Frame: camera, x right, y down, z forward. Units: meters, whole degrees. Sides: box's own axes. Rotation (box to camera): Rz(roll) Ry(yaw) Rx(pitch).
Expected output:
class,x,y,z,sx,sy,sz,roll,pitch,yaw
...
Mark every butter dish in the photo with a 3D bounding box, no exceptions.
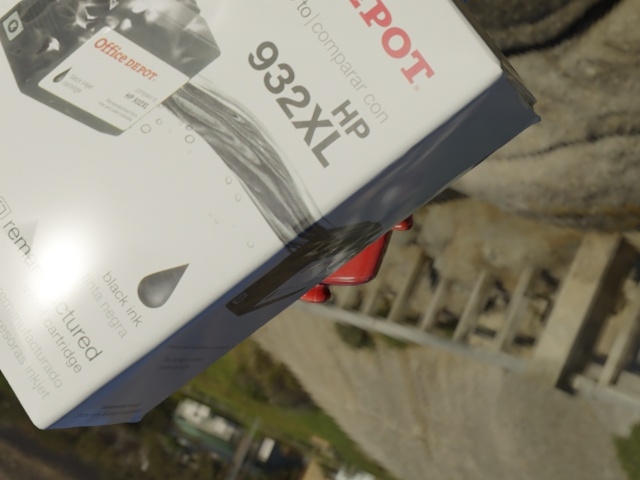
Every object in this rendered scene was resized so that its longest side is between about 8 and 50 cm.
class,x,y,z,sx,sy,sz,roll,pitch,yaw
butter dish,0.000,0.000,1.254,0.160,0.118,0.160,7,-164,0

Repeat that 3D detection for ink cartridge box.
class,x,y,z,sx,sy,sz,roll,pitch,yaw
ink cartridge box,-0.071,-0.073,0.761,0.223,0.307,0.129,55,-169,14
